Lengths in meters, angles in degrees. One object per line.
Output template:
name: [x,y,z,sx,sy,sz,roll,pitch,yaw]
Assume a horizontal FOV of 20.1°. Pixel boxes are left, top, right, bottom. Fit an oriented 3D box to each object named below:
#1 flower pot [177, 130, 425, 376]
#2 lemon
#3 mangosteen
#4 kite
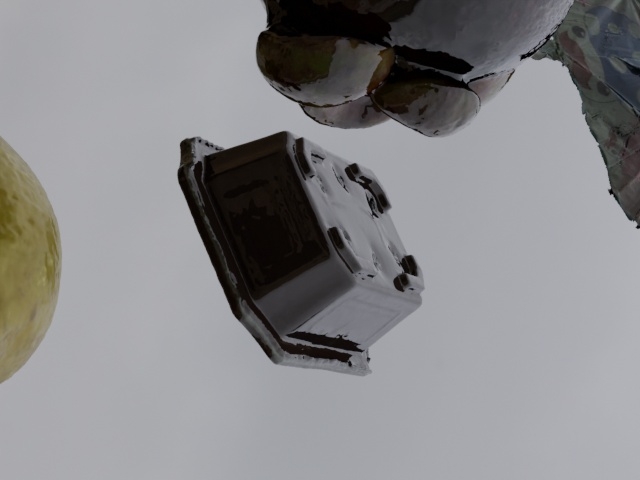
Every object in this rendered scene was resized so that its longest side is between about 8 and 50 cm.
flower pot: [0.000,0.000,1.325,0.084,0.251,0.179,-29,-106,16]
lemon: [-0.253,0.008,1.102,0.244,0.187,0.187,36,-75,42]
mangosteen: [0.053,-0.160,1.038,0.210,0.210,0.210,-49,-150,41]
kite: [0.211,-0.146,1.434,0.011,0.314,0.335,-47,-130,45]
